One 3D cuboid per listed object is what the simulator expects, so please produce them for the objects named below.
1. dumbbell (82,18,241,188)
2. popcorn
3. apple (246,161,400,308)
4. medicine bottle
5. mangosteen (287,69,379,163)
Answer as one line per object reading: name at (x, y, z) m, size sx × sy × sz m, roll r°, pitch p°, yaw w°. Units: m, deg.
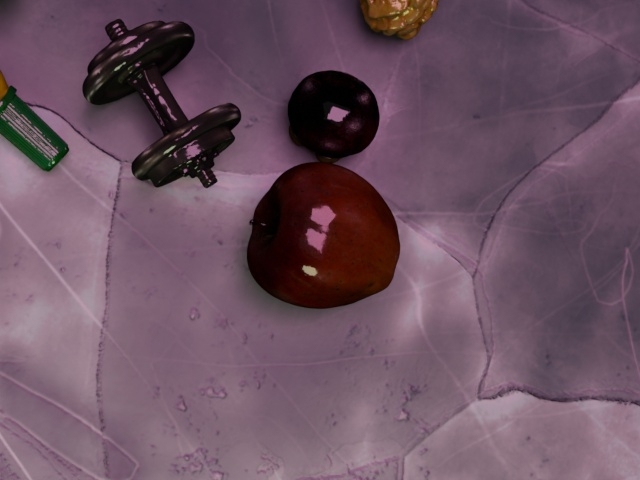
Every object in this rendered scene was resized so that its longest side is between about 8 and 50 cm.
dumbbell at (-0.237, -0.207, 1.738) m, size 0.192 × 0.192 × 0.290 m, roll -31°, pitch 88°, yaw -15°
popcorn at (0.141, -0.429, 1.890) m, size 0.163 × 0.140 × 0.194 m, roll -6°, pitch 72°, yaw -5°
apple at (-0.001, 0.001, 1.747) m, size 0.234 × 0.234 × 0.234 m, roll 2°, pitch 81°, yaw -13°
medicine bottle at (-0.508, -0.223, 1.734) m, size 0.309 × 0.076 × 0.111 m, roll 44°, pitch 116°, yaw -8°
mangosteen at (0.018, -0.191, 1.828) m, size 0.153 × 0.152 × 0.152 m, roll 2°, pitch 81°, yaw -13°
